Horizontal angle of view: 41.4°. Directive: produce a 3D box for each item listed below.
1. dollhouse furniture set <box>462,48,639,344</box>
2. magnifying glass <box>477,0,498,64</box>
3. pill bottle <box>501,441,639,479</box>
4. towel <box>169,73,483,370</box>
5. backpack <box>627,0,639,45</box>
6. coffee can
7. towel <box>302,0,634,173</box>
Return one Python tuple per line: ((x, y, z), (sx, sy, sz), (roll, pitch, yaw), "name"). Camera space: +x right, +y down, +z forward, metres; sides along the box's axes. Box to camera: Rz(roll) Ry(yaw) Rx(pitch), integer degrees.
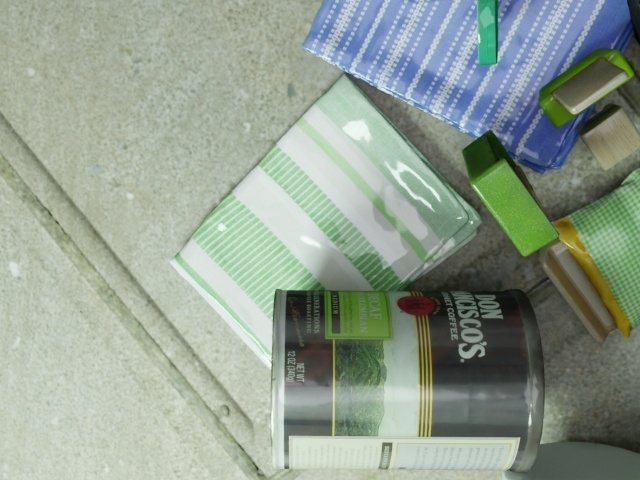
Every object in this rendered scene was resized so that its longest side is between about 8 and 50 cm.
((0.316, -0.022, 0.892), (0.197, 0.151, 0.301), (-36, 104, 14), "dollhouse furniture set")
((0.178, -0.303, 0.908), (0.026, 0.092, 0.231), (1, 86, 14), "magnifying glass")
((0.302, 0.450, 0.967), (0.224, 0.224, 0.392), (-1, 100, 10), "pill bottle")
((0.000, 0.000, 1.039), (0.325, 0.038, 0.248), (-44, 89, 14), "towel")
((0.400, -0.333, 0.787), (0.273, 0.290, 0.355), (9, 101, -9), "backpack")
((0.086, 0.154, 0.941), (0.275, 0.201, 0.201), (0, 100, -1), "coffee can")
((0.174, -0.252, 0.963), (0.336, 0.040, 0.243), (28, 103, 5), "towel")
